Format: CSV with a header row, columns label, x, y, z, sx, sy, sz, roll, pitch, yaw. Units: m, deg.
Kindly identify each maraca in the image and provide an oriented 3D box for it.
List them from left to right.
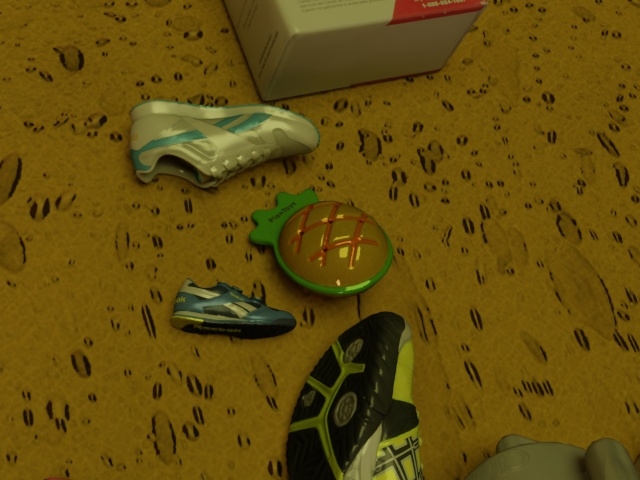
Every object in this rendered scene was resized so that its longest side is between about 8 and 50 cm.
label,x,y,z,sx,sy,sz,roll,pitch,yaw
maraca,0.000,0.000,1.228,0.186,0.099,0.127,34,56,30

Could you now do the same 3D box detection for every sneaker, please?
label,x,y,z,sx,sy,sz,roll,pitch,yaw
sneaker,-0.114,-0.111,1.255,0.229,0.087,0.092,0,73,-9
sneaker,-0.096,0.076,1.186,0.144,0.053,0.059,9,62,-14
sneaker,0.052,0.264,1.117,0.147,0.145,0.384,25,62,-28

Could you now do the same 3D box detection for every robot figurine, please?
label,x,y,z,sx,sy,sz,roll,pitch,yaw
robot figurine,0.233,0.339,1.026,0.200,0.300,0.353,16,22,-6

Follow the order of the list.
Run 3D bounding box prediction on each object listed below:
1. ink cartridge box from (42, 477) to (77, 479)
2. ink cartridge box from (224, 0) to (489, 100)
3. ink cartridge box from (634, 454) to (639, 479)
label,x,y,z,sx,sy,sz,roll,pitch,yaw
ink cartridge box,-0.164,0.346,0.918,0.207,0.117,0.283,10,22,-12
ink cartridge box,0.003,-0.403,1.372,0.279,0.160,0.384,-14,71,-22
ink cartridge box,0.486,0.270,1.242,0.172,0.100,0.237,40,61,4
